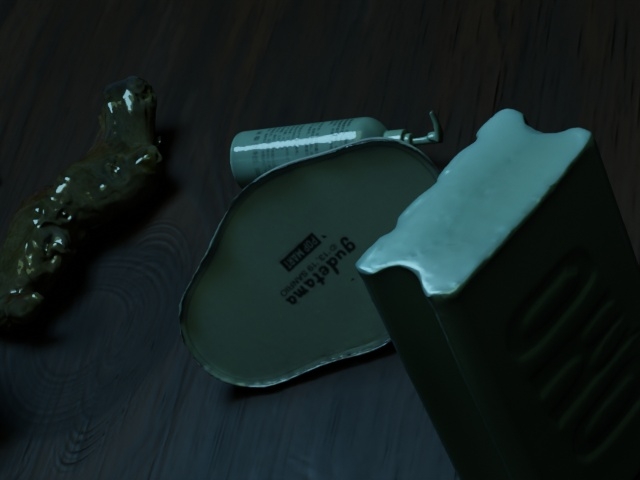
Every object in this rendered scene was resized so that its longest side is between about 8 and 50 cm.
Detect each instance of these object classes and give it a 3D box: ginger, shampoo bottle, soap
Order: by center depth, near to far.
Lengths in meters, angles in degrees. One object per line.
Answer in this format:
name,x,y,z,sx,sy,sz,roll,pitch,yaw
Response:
soap,0.140,0.065,1.171,0.087,0.265,0.160,20,57,42
shampoo bottle,0.017,-0.079,1.570,0.195,0.056,0.056,-4,44,25
ginger,-0.223,-0.031,1.651,0.122,0.084,0.290,-12,40,52

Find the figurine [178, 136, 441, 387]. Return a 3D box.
figurine,0.000,0.000,1.449,0.250,0.167,0.141,-32,14,14
